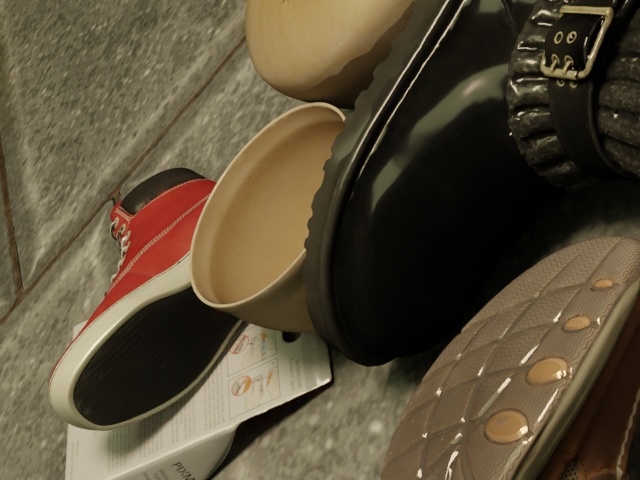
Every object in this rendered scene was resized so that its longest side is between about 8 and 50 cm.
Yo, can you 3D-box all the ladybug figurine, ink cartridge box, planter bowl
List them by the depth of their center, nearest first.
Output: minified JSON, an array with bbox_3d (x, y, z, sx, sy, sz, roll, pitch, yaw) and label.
[{"bbox_3d":[0.000,0.000,1.002,0.162,0.109,0.162,-34,37,31],"label":"planter bowl"},{"bbox_3d":[0.095,-0.282,1.076,0.305,0.162,0.449,-11,53,55],"label":"ladybug figurine"},{"bbox_3d":[-0.091,0.103,1.109,0.232,0.066,0.189,-22,40,13],"label":"ink cartridge box"}]

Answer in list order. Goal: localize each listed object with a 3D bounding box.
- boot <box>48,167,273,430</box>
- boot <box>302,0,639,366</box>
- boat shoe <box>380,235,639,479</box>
[{"bbox_3d":[-0.145,0.038,1.111,0.176,0.088,0.244,15,52,46],"label":"boot"},{"bbox_3d":[0.144,-0.044,0.827,0.260,0.131,0.348,32,103,45],"label":"boot"},{"bbox_3d":[0.096,0.150,0.728,0.324,0.116,0.123,-59,24,-7],"label":"boat shoe"}]
